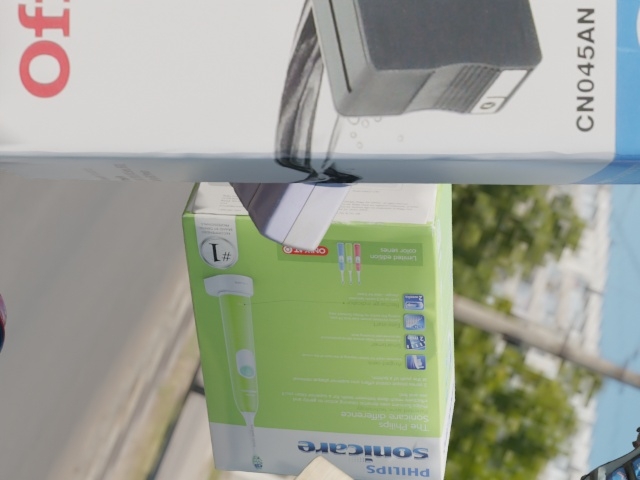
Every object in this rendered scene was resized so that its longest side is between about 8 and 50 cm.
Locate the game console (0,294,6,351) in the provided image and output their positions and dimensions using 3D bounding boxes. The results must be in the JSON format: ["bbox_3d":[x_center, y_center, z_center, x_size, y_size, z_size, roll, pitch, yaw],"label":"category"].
[{"bbox_3d":[-0.573,0.062,1.866,0.342,0.386,0.060,-36,-157,20],"label":"game console"}]

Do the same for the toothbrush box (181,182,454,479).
[{"bbox_3d":[0.006,0.064,1.449,0.122,0.206,0.283,-74,163,-54],"label":"toothbrush box"}]

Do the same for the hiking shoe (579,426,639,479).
[{"bbox_3d":[0.358,0.279,1.807,0.132,0.113,0.304,-1,-143,51],"label":"hiking shoe"}]

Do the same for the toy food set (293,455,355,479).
[{"bbox_3d":[0.005,0.317,1.214,0.306,0.220,0.092,-46,166,-38],"label":"toy food set"}]

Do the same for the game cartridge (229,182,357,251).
[{"bbox_3d":[0.026,-0.192,1.142,0.355,0.068,0.230,-61,-154,17],"label":"game cartridge"}]

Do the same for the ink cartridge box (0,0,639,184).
[{"bbox_3d":[0.029,-0.173,0.856,0.166,0.395,0.285,118,-28,-89],"label":"ink cartridge box"}]
